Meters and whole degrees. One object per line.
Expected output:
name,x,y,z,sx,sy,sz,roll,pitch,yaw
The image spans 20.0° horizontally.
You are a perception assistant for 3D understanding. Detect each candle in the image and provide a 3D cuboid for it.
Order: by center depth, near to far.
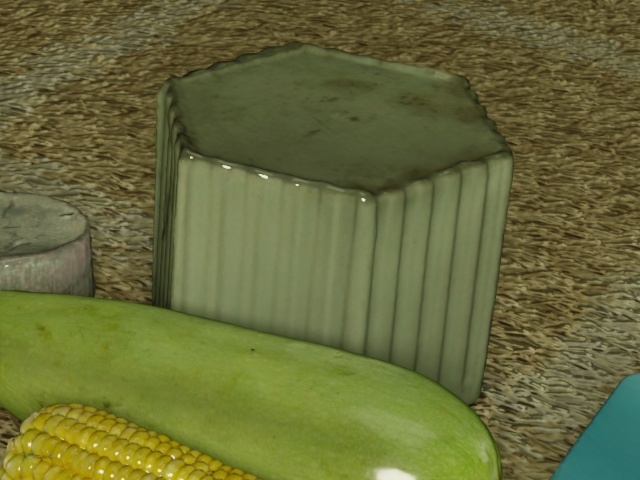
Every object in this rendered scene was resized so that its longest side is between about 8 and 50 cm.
candle,-0.255,0.015,1.210,0.192,0.068,0.168,16,32,23

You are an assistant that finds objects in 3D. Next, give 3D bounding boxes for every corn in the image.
corn,-0.058,0.155,0.941,0.248,0.081,0.081,21,32,26

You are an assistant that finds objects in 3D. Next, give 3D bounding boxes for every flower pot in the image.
flower pot,0.000,0.000,1.160,0.209,0.190,0.239,0,30,-10

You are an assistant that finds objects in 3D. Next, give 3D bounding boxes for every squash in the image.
squash,-0.072,0.102,1.049,0.370,0.118,0.118,14,30,21

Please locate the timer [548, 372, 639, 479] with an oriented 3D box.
timer,0.238,0.194,0.972,0.250,0.091,0.232,22,32,19
